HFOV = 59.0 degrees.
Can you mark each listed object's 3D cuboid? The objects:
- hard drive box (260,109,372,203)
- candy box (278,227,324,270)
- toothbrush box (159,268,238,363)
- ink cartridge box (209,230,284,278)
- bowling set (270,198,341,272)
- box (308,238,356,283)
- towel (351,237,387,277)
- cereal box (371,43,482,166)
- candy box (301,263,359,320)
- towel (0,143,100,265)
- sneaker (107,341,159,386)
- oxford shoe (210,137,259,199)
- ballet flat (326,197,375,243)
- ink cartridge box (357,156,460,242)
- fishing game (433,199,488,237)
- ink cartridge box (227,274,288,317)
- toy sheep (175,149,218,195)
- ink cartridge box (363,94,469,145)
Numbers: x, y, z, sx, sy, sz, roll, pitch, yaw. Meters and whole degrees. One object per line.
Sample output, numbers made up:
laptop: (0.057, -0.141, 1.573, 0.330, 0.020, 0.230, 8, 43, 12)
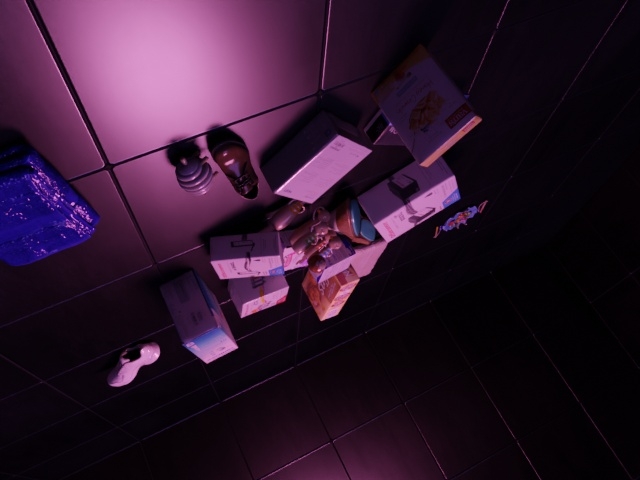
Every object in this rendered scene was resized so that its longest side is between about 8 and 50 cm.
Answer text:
hard drive box: (-0.010, -0.210, 1.475, 0.232, 0.089, 0.181, -40, 155, 22)
candy box: (-0.089, 0.030, 1.918, 0.196, 0.070, 0.165, -11, 152, -39)
toothbrush box: (-0.392, 0.255, 1.845, 0.126, 0.216, 0.295, -26, 157, -8)
ink cartridge box: (-0.217, 0.047, 1.690, 0.203, 0.086, 0.148, -6, 155, 0)
bowling set: (0.000, 0.000, 1.717, 0.154, 0.200, 0.287, -41, 144, 3)
box: (0.039, 0.072, 1.983, 0.137, 0.072, 0.126, -26, 161, -23)
towel: (0.166, 0.086, 2.376, 0.187, 0.049, 0.282, -19, 155, -27)
cereal box: (0.246, -0.320, 1.346, 0.173, 0.240, 0.047, -42, 155, 28)
candy box: (0.032, 0.161, 2.192, 0.087, 0.183, 0.316, -19, 156, -26)
towel: (-0.600, -0.051, 1.126, 0.228, 0.076, 0.308, -27, 158, -8)
sneaker: (-0.708, 0.444, 2.064, 0.232, 0.090, 0.115, -42, 150, 6)
oxford shoe: (-0.190, -0.166, 1.348, 0.083, 0.096, 0.227, -29, 156, 3)
ballet flat: (0.092, -0.059, 1.912, 0.124, 0.116, 0.342, -1, 169, 18)
ink cartridge box: (0.306, -0.146, 1.937, 0.307, 0.129, 0.223, -32, 158, 8)
fishing game: (0.641, -0.093, 2.572, 0.264, 0.041, 0.189, -27, 160, -7)
ink cartridge box: (-0.221, 0.166, 1.976, 0.176, 0.127, 0.128, -19, 156, -20)
toy sheep: (-0.285, -0.151, 1.284, 0.091, 0.091, 0.132, -29, 144, 0)
ink cartridge box: (0.290, -0.342, 1.589, 0.333, 0.065, 0.165, -10, 150, -41)
